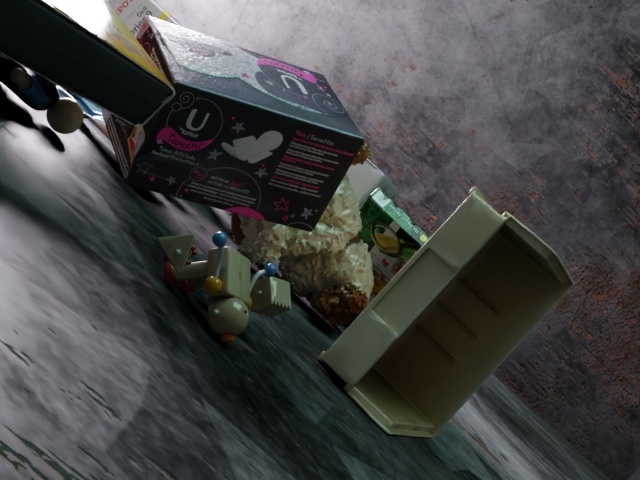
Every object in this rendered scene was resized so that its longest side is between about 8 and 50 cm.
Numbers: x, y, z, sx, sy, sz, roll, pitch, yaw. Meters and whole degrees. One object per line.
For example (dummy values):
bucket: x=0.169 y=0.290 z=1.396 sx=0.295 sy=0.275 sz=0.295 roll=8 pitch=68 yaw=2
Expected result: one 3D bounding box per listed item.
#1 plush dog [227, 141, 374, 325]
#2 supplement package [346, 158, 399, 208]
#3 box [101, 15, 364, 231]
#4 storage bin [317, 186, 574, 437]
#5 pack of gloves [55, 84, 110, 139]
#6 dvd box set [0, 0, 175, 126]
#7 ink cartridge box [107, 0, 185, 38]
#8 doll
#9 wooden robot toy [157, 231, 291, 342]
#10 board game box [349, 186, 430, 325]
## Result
plush dog: x=0.000 y=0.000 z=1.497 sx=0.262 sy=0.211 sz=0.225 roll=-117 pitch=-175 yaw=-75
supplement package: x=-0.043 y=-0.104 z=1.795 sx=0.262 sy=0.204 sz=0.145 roll=45 pitch=3 yaw=16
box: x=-0.102 y=-0.135 z=1.278 sx=0.247 sy=0.142 sz=0.163 roll=15 pitch=30 yaw=-32
storage bin: x=0.151 y=0.090 z=1.283 sx=0.123 sy=0.262 sz=0.260 roll=44 pitch=4 yaw=19
pack of gloves: x=-0.264 y=-0.144 z=1.369 sx=0.232 sy=0.046 sz=0.195 roll=41 pitch=15 yaw=9
dvd box set: x=-0.337 y=-0.310 z=1.064 sx=0.420 sy=0.062 sz=0.307 roll=52 pitch=11 yaw=24
ink cartridge box: x=-0.309 y=-0.327 z=1.870 sx=0.212 sy=0.154 sz=0.093 roll=42 pitch=6 yaw=-33
doll: x=-0.310 y=-0.177 z=1.100 sx=0.189 sy=0.046 sz=0.129 roll=41 pitch=6 yaw=-20
wooden robot toy: x=-0.085 y=0.053 z=0.951 sx=0.173 sy=0.076 sz=0.079 roll=37 pitch=43 yaw=-59
board game box: x=0.077 y=0.042 z=1.600 sx=0.136 sy=0.030 sz=0.259 roll=46 pitch=-35 yaw=10
